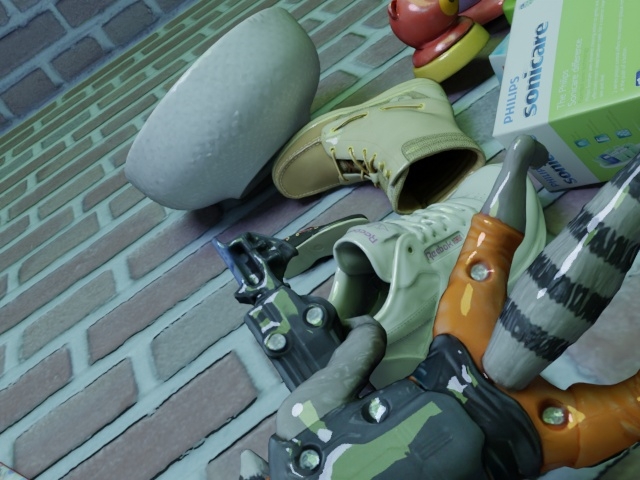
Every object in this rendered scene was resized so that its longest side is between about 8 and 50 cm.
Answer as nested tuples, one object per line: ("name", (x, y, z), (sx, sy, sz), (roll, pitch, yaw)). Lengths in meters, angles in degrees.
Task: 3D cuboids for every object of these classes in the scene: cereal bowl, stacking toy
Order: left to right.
("cereal bowl", (-0.117, -0.166, 0.929), (0.339, 0.141, 0.339), (-48, 2, 2))
("stacking toy", (0.247, -0.387, 0.902), (0.280, 0.130, 0.309), (-23, 26, 45))

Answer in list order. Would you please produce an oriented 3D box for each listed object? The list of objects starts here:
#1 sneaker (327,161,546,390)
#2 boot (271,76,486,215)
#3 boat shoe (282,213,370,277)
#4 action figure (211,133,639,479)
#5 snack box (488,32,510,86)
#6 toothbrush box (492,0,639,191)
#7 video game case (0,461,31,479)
("sneaker", (0.102, 0.016, 0.565), (0.114, 0.152, 0.305), (4, 47, 50))
("boot", (0.061, -0.091, 0.793), (0.262, 0.095, 0.203), (-24, 36, 9))
("boat shoe", (-0.001, -0.001, 0.764), (0.133, 0.049, 0.042), (-27, 42, 17))
("action figure", (0.046, 0.070, 0.379), (0.330, 0.178, 0.341), (-45, 70, 0))
("snack box", (0.390, -0.321, 0.834), (0.187, 0.060, 0.322), (14, 56, 49))
("toothbrush box", (0.322, -0.182, 0.575), (0.283, 0.122, 0.206), (-10, 57, 45))
("video game case", (-0.418, 0.343, 0.697), (0.285, 0.025, 0.204), (2, 47, 41))
